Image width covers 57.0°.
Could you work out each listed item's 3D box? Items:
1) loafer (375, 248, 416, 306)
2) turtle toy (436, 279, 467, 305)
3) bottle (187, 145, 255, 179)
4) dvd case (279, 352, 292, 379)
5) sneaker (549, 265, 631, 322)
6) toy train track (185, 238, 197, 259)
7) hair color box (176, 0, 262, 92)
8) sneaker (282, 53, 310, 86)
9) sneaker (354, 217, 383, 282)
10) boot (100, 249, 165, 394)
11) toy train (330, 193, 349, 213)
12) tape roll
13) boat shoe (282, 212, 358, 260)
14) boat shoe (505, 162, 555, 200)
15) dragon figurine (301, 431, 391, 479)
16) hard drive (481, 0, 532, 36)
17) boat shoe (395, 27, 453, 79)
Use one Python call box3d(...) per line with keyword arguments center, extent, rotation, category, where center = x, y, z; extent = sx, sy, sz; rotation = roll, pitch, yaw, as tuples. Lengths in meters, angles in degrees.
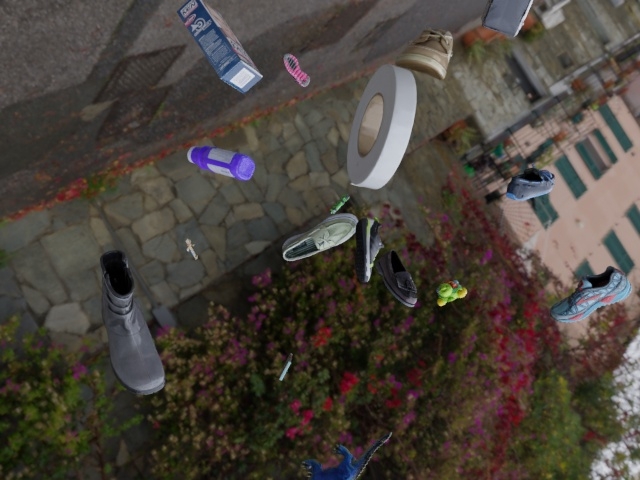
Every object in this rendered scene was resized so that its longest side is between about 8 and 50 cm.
box3d(center=(0.302, 0.137, 2.294), extent=(0.095, 0.109, 0.302), rotation=(-57, -151, 18), category="loafer")
box3d(center=(0.412, 0.164, 1.891), extent=(0.095, 0.066, 0.130), rotation=(-26, 174, 19), category="turtle toy")
box3d(center=(-0.390, -0.306, 2.272), extent=(0.118, 0.283, 0.092), rotation=(31, 79, -58), category="bottle")
box3d(center=(-0.143, 0.522, 2.444), extent=(0.087, 0.013, 0.119), rotation=(-63, -177, 5), category="dvd case")
box3d(center=(0.853, 0.164, 1.906), extent=(0.262, 0.125, 0.104), rotation=(-32, -154, 16), category="sneaker")
box3d(center=(-0.392, 0.026, 1.810), extent=(0.014, 0.083, 0.048), rotation=(-9, -137, 9), category="toy train track")
box3d(center=(-0.372, -0.728, 2.186), extent=(0.105, 0.347, 0.174), rotation=(-38, 163, 14), category="hair color box")
box3d(center=(-0.085, -0.530, 1.839), extent=(0.047, 0.119, 0.057), rotation=(-47, -144, -10), category="sneaker")
box3d(center=(0.178, 0.030, 2.035), extent=(0.097, 0.234, 0.084), rotation=(7, 167, -20), category="sneaker")
box3d(center=(-0.484, 0.201, 1.466), extent=(0.118, 0.338, 0.222), rotation=(-19, 143, -31), category="boot")
box3d(center=(0.059, -0.110, 1.776), extent=(0.083, 0.017, 0.024), rotation=(-49, -159, -29), category="toy train")
box3d(center=(0.184, -0.353, 1.855), extent=(0.072, 0.392, 0.392), rotation=(11, 166, -16), category="tape roll")
box3d(center=(0.000, 0.000, 2.126), extent=(0.302, 0.109, 0.094), rotation=(-26, -158, 15), category="boat shoe")
box3d(center=(0.723, -0.202, 1.986), extent=(0.109, 0.089, 0.258), rotation=(21, -148, 36), category="boat shoe")
box3d(center=(0.046, 0.534, 1.287), extent=(0.289, 0.085, 0.144), rotation=(-20, -141, -6), category="dragon figurine")
box3d(center=(0.353, -0.486, 1.020), extent=(0.339, 0.064, 0.237), rotation=(-56, 165, -64), category="hard drive")
box3d(center=(0.259, -0.459, 1.423), extent=(0.341, 0.122, 0.110), rotation=(-55, 164, -71), category="boat shoe")
